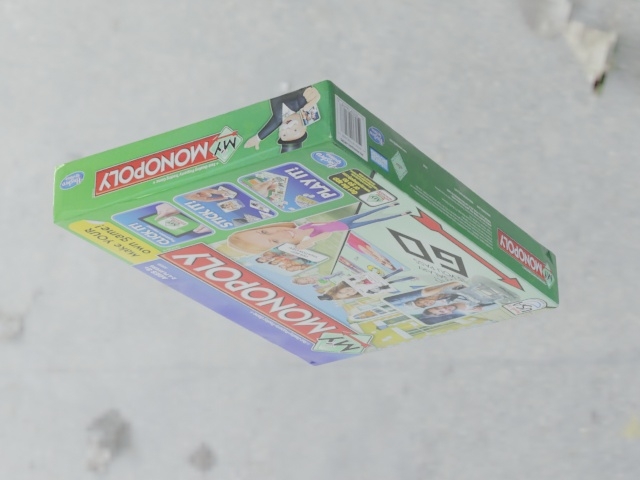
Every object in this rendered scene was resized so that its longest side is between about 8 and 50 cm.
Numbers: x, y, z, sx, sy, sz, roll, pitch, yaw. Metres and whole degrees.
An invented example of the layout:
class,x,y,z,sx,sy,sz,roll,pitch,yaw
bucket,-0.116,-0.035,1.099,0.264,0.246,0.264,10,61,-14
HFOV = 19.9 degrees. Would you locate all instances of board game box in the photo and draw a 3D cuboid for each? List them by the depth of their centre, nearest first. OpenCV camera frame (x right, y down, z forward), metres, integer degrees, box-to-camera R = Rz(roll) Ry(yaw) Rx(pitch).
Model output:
class,x,y,z,sx,sy,sz,roll,pitch,yaw
board game box,0.000,0.000,1.251,0.213,0.317,0.046,-16,62,28
